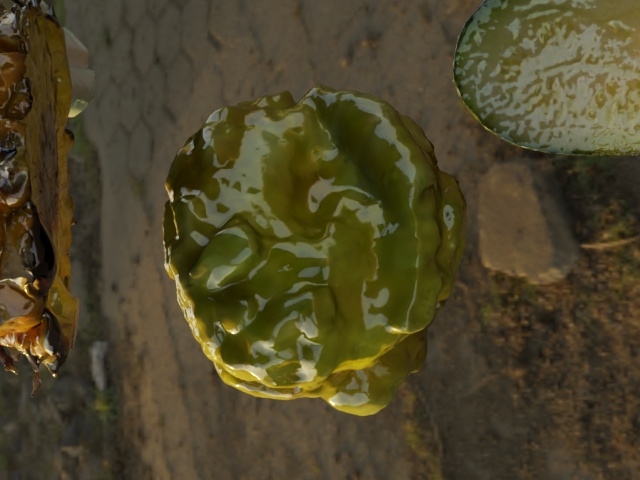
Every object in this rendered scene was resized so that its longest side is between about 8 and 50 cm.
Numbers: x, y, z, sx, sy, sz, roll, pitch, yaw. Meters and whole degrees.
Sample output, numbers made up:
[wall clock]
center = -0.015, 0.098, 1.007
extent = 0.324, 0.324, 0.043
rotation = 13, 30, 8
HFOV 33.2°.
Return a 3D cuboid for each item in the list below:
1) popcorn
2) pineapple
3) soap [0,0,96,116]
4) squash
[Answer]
[popcorn]
center = -0.003, 0.002, 0.641
extent = 0.155, 0.197, 0.198
rotation = 89, 170, -67
[pineapple]
center = -0.174, -0.032, 0.587
extent = 0.225, 0.076, 0.225
rotation = 175, 90, -83
[soap]
center = -0.374, -0.190, 1.030
extent = 0.156, 0.261, 0.446
rotation = -42, 0, 6
[squash]
center = 0.323, -0.216, 1.243
extent = 0.210, 0.308, 0.234
rotation = -156, 61, -65
